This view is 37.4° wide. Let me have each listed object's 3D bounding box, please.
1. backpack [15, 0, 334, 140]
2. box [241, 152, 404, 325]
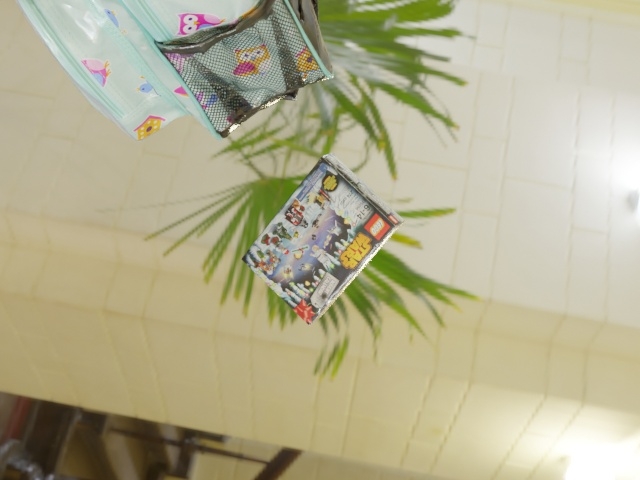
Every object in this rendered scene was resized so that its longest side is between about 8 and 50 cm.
[{"bbox_3d":[-0.090,-0.156,0.483,0.188,0.144,0.165,72,-7,-61],"label":"backpack"},{"bbox_3d":[0.000,0.000,0.878,0.137,0.094,0.027,-51,171,26],"label":"box"}]
